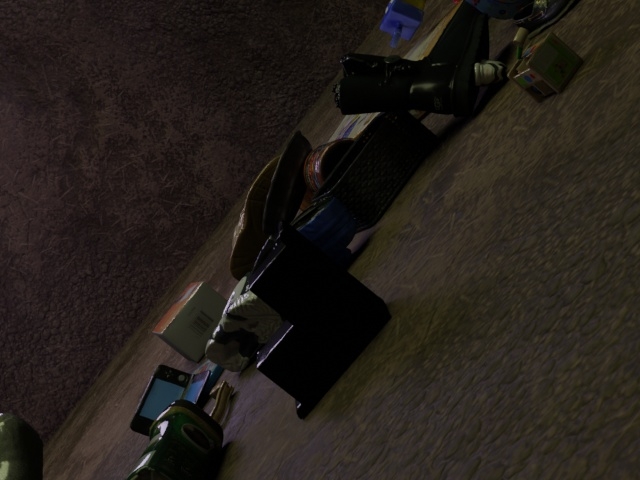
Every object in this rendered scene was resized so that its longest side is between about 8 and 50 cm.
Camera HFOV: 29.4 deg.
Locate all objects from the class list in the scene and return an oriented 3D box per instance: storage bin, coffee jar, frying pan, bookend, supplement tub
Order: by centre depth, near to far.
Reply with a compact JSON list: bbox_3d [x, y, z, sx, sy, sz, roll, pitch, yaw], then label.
[{"bbox_3d":[-0.031,0.088,1.376,0.157,0.156,0.072,-51,9,6],"label":"bookend"},{"bbox_3d":[-0.183,0.280,1.541,0.079,0.096,0.184,-44,10,21],"label":"coffee jar"},{"bbox_3d":[0.081,-0.108,1.846,0.180,0.084,0.122,-52,9,-16],"label":"storage bin"},{"bbox_3d":[0.029,-0.118,2.077,0.106,0.106,0.198,-52,8,-6],"label":"supplement tub"},{"bbox_3d":[-0.078,-0.038,2.182,0.197,0.053,0.326,20,-92,-83],"label":"frying pan"}]

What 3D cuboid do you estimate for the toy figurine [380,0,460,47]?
[{"bbox_3d":[0.205,-0.449,2.267,0.217,0.191,0.362,-61,5,-12],"label":"toy figurine"}]

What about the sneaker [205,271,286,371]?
[{"bbox_3d":[-0.084,0.087,1.833,0.235,0.094,0.153,-56,10,50],"label":"sneaker"}]

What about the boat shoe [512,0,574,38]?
[{"bbox_3d":[0.316,-0.327,1.709,0.049,0.042,0.133,-53,10,-26],"label":"boat shoe"}]

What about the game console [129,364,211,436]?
[{"bbox_3d":[-0.242,0.257,1.964,0.071,0.107,0.122,86,-155,-61],"label":"game console"}]

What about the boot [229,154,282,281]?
[{"bbox_3d":[-0.111,-0.052,2.441,0.203,0.095,0.262,-111,40,-82],"label":"boot"}]

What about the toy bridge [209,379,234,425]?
[{"bbox_3d":[-0.167,0.269,1.728,0.063,0.026,0.188,-41,14,43],"label":"toy bridge"}]

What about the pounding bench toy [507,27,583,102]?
[{"bbox_3d":[0.249,-0.211,1.428,0.052,0.083,0.065,-53,10,-16],"label":"pounding bench toy"}]

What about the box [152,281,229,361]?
[{"bbox_3d":[-0.245,0.156,2.365,0.130,0.091,0.170,-53,9,-11],"label":"box"}]

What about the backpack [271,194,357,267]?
[{"bbox_3d":[0.000,0.000,1.753,0.120,0.101,0.098,-46,11,1],"label":"backpack"}]

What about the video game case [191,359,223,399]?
[{"bbox_3d":[-0.204,0.240,2.068,0.166,0.015,0.119,-40,14,49],"label":"video game case"}]

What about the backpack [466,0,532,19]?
[{"bbox_3d":[0.295,-0.446,1.922,0.173,0.158,0.117,-56,3,-15],"label":"backpack"}]

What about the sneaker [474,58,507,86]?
[{"bbox_3d":[0.245,-0.237,1.733,0.043,0.040,0.109,-2,13,14],"label":"sneaker"}]

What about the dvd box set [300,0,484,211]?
[{"bbox_3d":[0.127,-0.248,2.257,0.420,0.062,0.308,-42,12,46],"label":"dvd box set"}]

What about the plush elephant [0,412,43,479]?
[{"bbox_3d":[-0.419,0.437,1.520,0.255,0.272,0.330,-21,44,17],"label":"plush elephant"}]

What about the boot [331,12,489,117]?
[{"bbox_3d":[0.137,-0.264,1.808,0.246,0.207,0.094,-66,-24,-49],"label":"boot"}]
